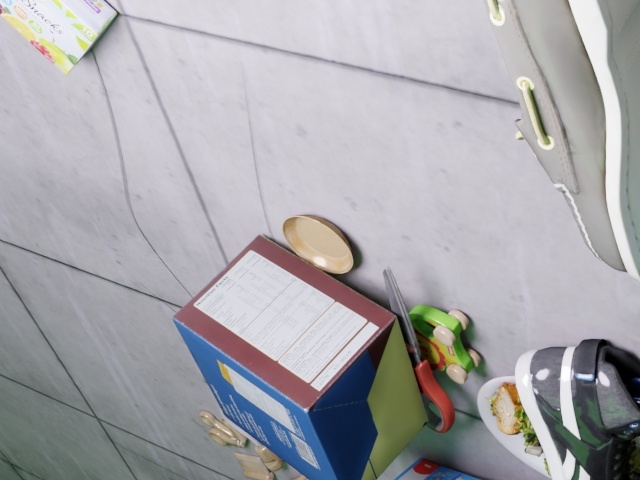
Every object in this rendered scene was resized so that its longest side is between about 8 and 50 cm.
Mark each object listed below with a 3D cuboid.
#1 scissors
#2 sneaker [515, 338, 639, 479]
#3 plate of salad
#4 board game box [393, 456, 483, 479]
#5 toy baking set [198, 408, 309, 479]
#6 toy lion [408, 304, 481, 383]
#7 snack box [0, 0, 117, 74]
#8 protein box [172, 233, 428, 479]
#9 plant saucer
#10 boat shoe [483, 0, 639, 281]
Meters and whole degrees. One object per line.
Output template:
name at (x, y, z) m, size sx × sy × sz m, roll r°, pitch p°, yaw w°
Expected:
scissors at (0.102, 0.119, 1.177) m, size 0.109 × 0.021 × 0.297 m, roll 42°, pitch 160°, yaw 21°
sneaker at (0.273, 0.191, 1.061) m, size 0.121 × 0.079 × 0.217 m, roll -15°, pitch 111°, yaw 38°
plate of salad at (0.248, 0.211, 1.183) m, size 0.199 × 0.048 × 0.200 m, roll 25°, pitch 148°, yaw 17°
board game box at (0.233, 0.438, 1.355) m, size 0.302 × 0.086 × 0.308 m, roll 8°, pitch 123°, yaw 52°
toy baking set at (-0.088, 0.310, 1.683) m, size 0.196 × 0.030 × 0.256 m, roll 41°, pitch 150°, yaw -9°
toy lion at (0.113, 0.101, 1.184) m, size 0.096 × 0.034 × 0.100 m, roll 22°, pitch 148°, yaw 37°
snack box at (-0.268, -0.232, 1.081) m, size 0.141 × 0.037 × 0.100 m, roll 42°, pitch 148°, yaw -12°
protein box at (-0.018, 0.138, 1.216) m, size 0.201 × 0.136 × 0.200 m, roll 30°, pitch 154°, yaw 35°
plant saucer at (0.000, 0.000, 1.164) m, size 0.083 × 0.015 × 0.083 m, roll 26°, pitch 150°, yaw 16°
boat shoe at (0.174, -0.101, 0.756) m, size 0.091 × 0.109 × 0.305 m, roll 10°, pitch 136°, yaw 38°
